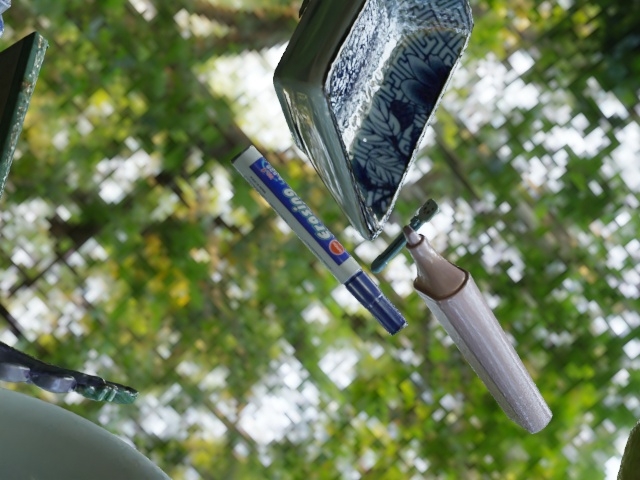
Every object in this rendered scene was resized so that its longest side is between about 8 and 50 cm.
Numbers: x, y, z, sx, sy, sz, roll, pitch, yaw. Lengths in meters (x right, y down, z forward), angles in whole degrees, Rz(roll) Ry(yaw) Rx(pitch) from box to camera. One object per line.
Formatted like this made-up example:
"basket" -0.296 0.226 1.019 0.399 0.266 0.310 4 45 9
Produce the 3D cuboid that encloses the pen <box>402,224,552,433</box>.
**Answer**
"pen" 0.108 0.061 1.271 0.032 0.197 0.053 -41 -149 -10

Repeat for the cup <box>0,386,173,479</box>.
"cup" -0.211 0.244 0.869 0.347 0.347 0.163 -61 169 -48

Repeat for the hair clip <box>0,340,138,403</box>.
"hair clip" -0.261 0.110 1.623 0.124 0.195 0.052 -157 -93 -73

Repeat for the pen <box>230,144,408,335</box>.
"pen" 0.000 0.000 1.491 0.025 0.204 0.025 -42 176 -4

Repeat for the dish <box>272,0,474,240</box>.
"dish" 0.032 -0.148 1.357 0.080 0.182 0.243 10 -125 23

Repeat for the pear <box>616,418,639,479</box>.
"pear" 0.326 0.258 1.518 0.176 0.282 0.286 10 -137 11

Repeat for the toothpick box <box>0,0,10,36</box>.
"toothpick box" -0.371 -0.325 1.572 0.263 0.263 0.354 -36 -126 15

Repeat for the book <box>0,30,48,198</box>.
"book" -0.319 -0.032 1.414 0.215 0.025 0.282 -27 -144 29

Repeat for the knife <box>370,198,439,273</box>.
"knife" 0.083 -0.004 1.770 0.096 0.010 0.027 -48 -150 9
